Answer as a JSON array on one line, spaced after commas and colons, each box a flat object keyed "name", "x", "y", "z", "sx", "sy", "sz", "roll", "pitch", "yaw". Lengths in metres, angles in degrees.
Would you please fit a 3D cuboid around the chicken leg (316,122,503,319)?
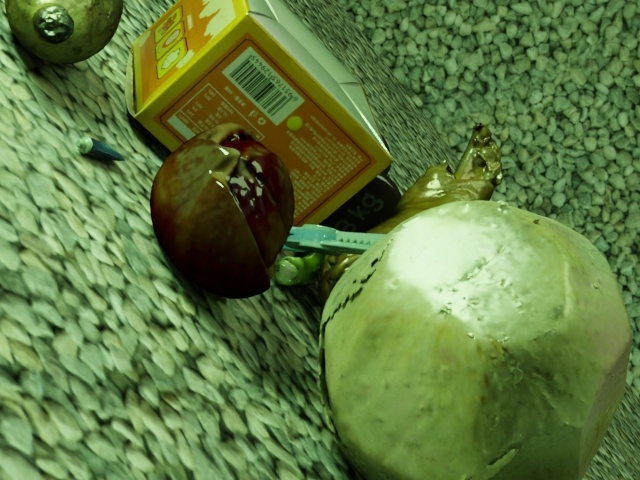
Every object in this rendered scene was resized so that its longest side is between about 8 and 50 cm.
[{"name": "chicken leg", "x": 0.128, "y": 0.019, "z": 1.779, "sx": 0.182, "sy": 0.409, "sz": 0.295, "roll": 27, "pitch": -26, "yaw": 10}]

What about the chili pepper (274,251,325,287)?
[{"name": "chili pepper", "x": -0.019, "y": 0.032, "z": 1.736, "sx": 0.201, "sy": 0.050, "sz": 0.052, "roll": -43, "pitch": 136, "yaw": -76}]

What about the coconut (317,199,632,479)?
[{"name": "coconut", "x": 0.168, "y": 0.138, "z": 1.420, "sx": 0.352, "sy": 0.352, "sz": 0.353, "roll": 46, "pitch": 16, "yaw": -17}]

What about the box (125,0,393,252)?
[{"name": "box", "x": -0.087, "y": -0.181, "z": 1.723, "sx": 0.283, "sy": 0.214, "sz": 0.259, "roll": 44, "pitch": 14, "yaw": -27}]

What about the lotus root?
[{"name": "lotus root", "x": -0.298, "y": -0.266, "z": 1.486, "sx": 0.138, "sy": 0.138, "sz": 0.214, "roll": 47, "pitch": 15, "yaw": -14}]

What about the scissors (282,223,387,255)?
[{"name": "scissors", "x": 0.000, "y": 0.000, "z": 1.571, "sx": 0.256, "sy": 0.030, "sz": 0.125, "roll": 6, "pitch": -9, "yaw": 38}]

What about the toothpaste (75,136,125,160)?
[{"name": "toothpaste", "x": -0.245, "y": -0.101, "z": 1.446, "sx": 0.027, "sy": 0.019, "sz": 0.083, "roll": 31, "pitch": 6, "yaw": 24}]

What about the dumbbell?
[{"name": "dumbbell", "x": 0.052, "y": -0.086, "z": 2.036, "sx": 0.124, "sy": 0.140, "sz": 0.225, "roll": 34, "pitch": 19, "yaw": -19}]

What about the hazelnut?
[{"name": "hazelnut", "x": -0.099, "y": -0.030, "z": 1.431, "sx": 0.170, "sy": 0.160, "sz": 0.202, "roll": 37, "pitch": 15, "yaw": -45}]
